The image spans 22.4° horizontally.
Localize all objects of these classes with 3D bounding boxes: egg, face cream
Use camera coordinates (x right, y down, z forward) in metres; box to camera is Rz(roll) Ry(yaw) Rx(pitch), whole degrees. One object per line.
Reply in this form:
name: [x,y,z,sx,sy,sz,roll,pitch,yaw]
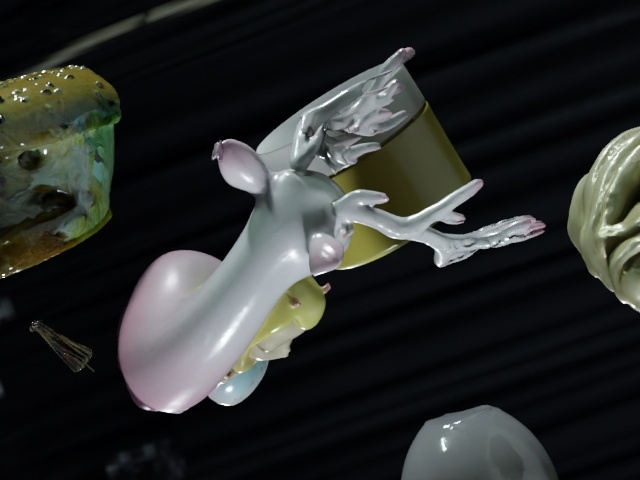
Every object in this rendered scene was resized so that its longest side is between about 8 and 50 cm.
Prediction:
egg: [0.179,0.299,1.758,0.176,0.176,0.232,-37,-69,-72]
face cream: [0.056,-0.095,2.044,0.179,0.218,0.218,57,-160,-13]

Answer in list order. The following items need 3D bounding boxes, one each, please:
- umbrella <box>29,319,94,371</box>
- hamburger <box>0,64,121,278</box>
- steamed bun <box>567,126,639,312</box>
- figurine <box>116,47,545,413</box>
umbrella: [-0.271,0.111,1.709,0.083,0.031,0.020,35,157,4]
hamburger: [-0.296,-0.061,1.521,0.288,0.192,0.167,-31,-75,-47]
steamed bun: [0.396,-0.010,1.547,0.276,0.203,0.289,20,-163,-24]
figurine: [-0.010,-0.011,1.395,0.284,0.316,0.206,-18,-105,-47]
